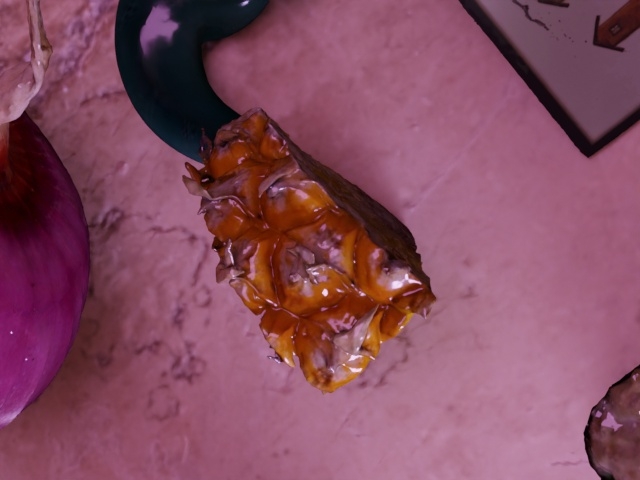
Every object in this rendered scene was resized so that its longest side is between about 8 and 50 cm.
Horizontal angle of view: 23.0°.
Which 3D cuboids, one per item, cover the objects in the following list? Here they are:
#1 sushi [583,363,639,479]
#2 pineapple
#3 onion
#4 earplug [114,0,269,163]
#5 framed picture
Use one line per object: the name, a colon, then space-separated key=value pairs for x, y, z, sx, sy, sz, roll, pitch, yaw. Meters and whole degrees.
sushi: x=0.346 y=0.183 z=1.008 sx=0.350 sy=0.171 sz=0.211 roll=40 pitch=100 yaw=21
pineapple: x=0.000 y=0.000 z=1.148 sx=0.114 sy=0.186 sz=0.236 roll=-40 pitch=56 yaw=15
onion: x=-0.312 y=-0.011 z=1.175 sx=0.345 sy=0.358 sz=0.358 roll=-6 pitch=82 yaw=21
earplug: x=-0.079 y=-0.225 z=1.215 sx=0.164 sy=0.280 sz=0.257 roll=18 pitch=53 yaw=0
framed picture: x=0.245 y=-0.249 z=1.121 sx=0.324 sy=0.013 sz=0.244 roll=-39 pitch=99 yaw=13
